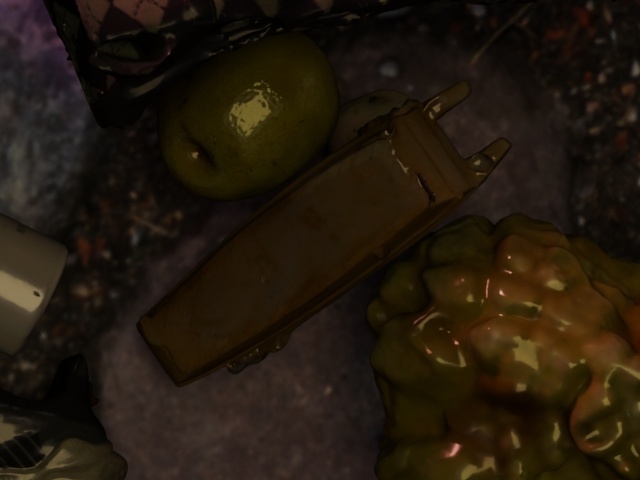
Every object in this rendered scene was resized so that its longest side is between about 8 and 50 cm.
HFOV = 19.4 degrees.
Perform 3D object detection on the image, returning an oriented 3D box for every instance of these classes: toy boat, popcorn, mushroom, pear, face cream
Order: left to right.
[{"bbox_3d":[-0.332,-0.024,1.297,0.311,0.092,0.092,26,84,-13],"label":"face cream"},{"bbox_3d":[-0.061,-0.103,1.331,0.141,0.141,0.104,-38,125,-11],"label":"pear"},{"bbox_3d":[0.000,0.000,1.340,0.310,0.115,0.089,-39,90,22],"label":"toy boat"},{"bbox_3d":[0.047,-0.074,1.402,0.083,0.067,0.084,8,112,22],"label":"mushroom"},{"bbox_3d":[0.159,0.108,1.353,0.257,0.224,0.270,-9,109,11],"label":"popcorn"}]

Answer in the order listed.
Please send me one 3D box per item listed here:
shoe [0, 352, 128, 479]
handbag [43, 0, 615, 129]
[{"bbox_3d":[-0.251,0.142,1.319,0.227,0.099,0.112,-3,83,-18],"label":"shoe"},{"bbox_3d":[-0.012,-0.252,1.288,0.416,0.180,0.317,-13,59,-12],"label":"handbag"}]
